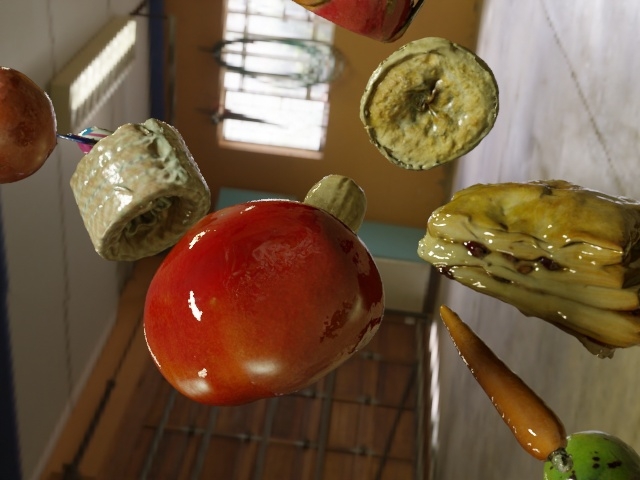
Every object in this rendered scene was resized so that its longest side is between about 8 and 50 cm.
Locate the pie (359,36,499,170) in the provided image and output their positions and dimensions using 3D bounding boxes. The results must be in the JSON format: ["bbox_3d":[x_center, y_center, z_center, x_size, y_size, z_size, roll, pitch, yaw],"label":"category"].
[{"bbox_3d":[0.211,-0.258,1.918,0.055,0.274,0.274,-102,16,-62],"label":"pie"}]

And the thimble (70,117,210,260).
[{"bbox_3d":[-0.288,-0.077,1.583,0.148,0.196,0.229,61,161,19],"label":"thimble"}]

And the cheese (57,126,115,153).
[{"bbox_3d":[-0.467,-0.207,2.105,0.244,0.155,0.062,0,-76,-74],"label":"cheese"}]

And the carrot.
[{"bbox_3d":[0.262,0.204,1.445,0.336,0.069,0.069,55,152,39],"label":"carrot"}]

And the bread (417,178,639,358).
[{"bbox_3d":[0.370,0.004,1.533,0.314,0.370,0.191,-27,-41,-57],"label":"bread"}]

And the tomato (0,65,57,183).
[{"bbox_3d":[-0.565,-0.205,1.757,0.184,0.208,0.208,-4,-76,-45],"label":"tomato"}]

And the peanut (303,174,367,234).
[{"bbox_3d":[0.000,0.000,1.811,0.123,0.123,0.256,91,-158,-70],"label":"peanut"}]

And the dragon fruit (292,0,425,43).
[{"bbox_3d":[0.049,-0.472,1.649,0.189,0.291,0.290,-62,6,20],"label":"dragon fruit"}]

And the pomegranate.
[{"bbox_3d":[0.452,0.433,1.714,0.202,0.248,0.202,37,-140,-38],"label":"pomegranate"}]

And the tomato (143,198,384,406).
[{"bbox_3d":[-0.076,0.068,1.212,0.298,0.299,0.226,-73,-32,-78],"label":"tomato"}]
